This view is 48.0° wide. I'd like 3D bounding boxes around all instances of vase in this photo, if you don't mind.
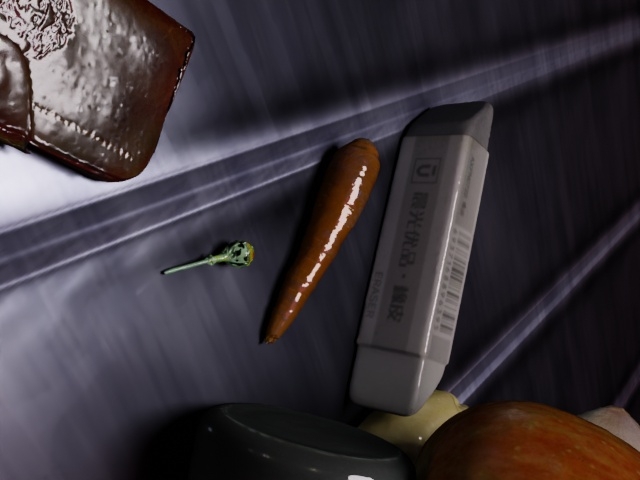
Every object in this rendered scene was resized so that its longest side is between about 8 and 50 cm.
[{"bbox_3d":[-0.044,0.301,0.548,0.173,0.173,0.320,18,84,-51],"label":"vase"}]

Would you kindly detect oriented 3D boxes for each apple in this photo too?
[{"bbox_3d":[0.177,0.270,0.558,0.309,0.250,0.277,-38,149,-73],"label":"apple"}]

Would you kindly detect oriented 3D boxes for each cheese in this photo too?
[{"bbox_3d":[0.107,0.269,0.771,0.226,0.117,0.213,7,83,-47],"label":"cheese"}]

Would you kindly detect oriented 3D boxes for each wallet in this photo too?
[{"bbox_3d":[-0.184,-0.127,0.420,0.255,0.031,0.137,27,73,-50],"label":"wallet"}]

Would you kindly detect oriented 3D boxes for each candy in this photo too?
[{"bbox_3d":[-0.089,0.017,0.571,0.083,0.025,0.023,-16,118,-38],"label":"candy"}]

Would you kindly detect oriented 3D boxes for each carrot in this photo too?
[{"bbox_3d":[0.000,0.000,0.663,0.048,0.048,0.216,42,67,-45],"label":"carrot"}]

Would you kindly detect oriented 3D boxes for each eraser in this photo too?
[{"bbox_3d":[0.111,0.008,0.762,0.061,0.089,0.351,24,75,-48],"label":"eraser"}]

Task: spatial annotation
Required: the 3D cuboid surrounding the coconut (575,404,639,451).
[{"bbox_3d":[0.430,0.373,1.118,0.224,0.224,0.233,14,84,-51],"label":"coconut"}]
